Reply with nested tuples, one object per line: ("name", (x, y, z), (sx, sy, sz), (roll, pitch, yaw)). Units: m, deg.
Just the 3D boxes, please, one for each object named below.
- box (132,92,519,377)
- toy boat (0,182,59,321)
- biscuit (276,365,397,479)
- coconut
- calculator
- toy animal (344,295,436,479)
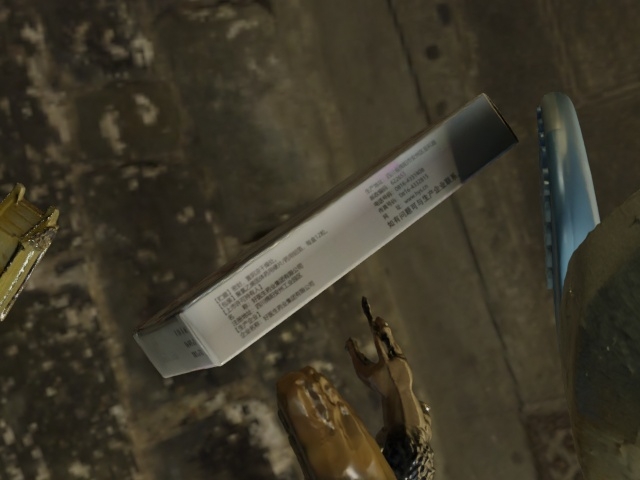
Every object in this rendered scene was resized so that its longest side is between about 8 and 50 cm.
("box", (0.000, 0.000, 1.191), (0.069, 0.353, 0.214), (54, 160, -4))
("toy boat", (-0.340, 0.047, 1.305), (0.068, 0.088, 0.226), (35, 102, 7))
("biscuit", (0.066, 0.236, 0.656), (0.269, 0.051, 0.376), (-179, 66, -81))
("coconut", (0.252, 0.061, 0.734), (0.245, 0.247, 0.245), (2, 111, 5))
("calculator", (0.218, -0.003, 1.119), (0.188, 0.042, 0.303), (79, -172, -46))
("toy animal", (0.067, 0.148, 1.189), (0.086, 0.069, 0.220), (80, 175, -59))
